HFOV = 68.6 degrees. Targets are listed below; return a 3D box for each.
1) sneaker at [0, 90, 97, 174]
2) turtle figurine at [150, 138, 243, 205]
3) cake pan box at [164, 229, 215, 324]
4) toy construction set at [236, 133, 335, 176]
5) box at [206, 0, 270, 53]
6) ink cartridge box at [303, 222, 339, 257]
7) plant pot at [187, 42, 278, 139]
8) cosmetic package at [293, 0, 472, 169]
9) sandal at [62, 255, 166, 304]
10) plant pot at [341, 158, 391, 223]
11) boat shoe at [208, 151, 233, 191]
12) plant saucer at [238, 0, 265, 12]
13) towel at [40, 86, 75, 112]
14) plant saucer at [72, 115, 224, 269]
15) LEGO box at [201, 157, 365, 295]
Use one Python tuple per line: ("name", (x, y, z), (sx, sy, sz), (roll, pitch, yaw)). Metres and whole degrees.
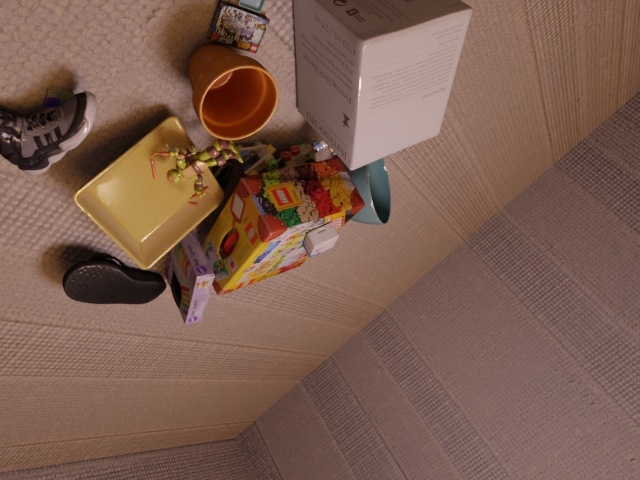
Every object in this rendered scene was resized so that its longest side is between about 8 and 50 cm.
("sneaker", (-0.629, -0.254, 1.034), (0.269, 0.101, 0.153), (-34, 151, 18))
("turtle figurine", (-0.324, -0.201, 1.267), (0.217, 0.087, 0.269), (-25, 153, -2))
("cake pan box", (-0.454, 0.117, 1.601), (0.070, 0.245, 0.266), (-7, 141, -33))
("toy construction set", (-0.099, -0.273, 1.526), (0.328, 0.151, 0.215), (-20, 147, -5))
("box", (-0.204, -0.530, 1.170), (0.137, 0.027, 0.094), (-3, 138, -42))
("ink cartridge box", (0.000, 0.000, 1.461), (0.089, 0.052, 0.122), (-25, 166, -15))
("plant pot", (-0.238, -0.390, 1.172), (0.205, 0.188, 0.205), (-25, 148, -17))
("cosmetic package", (0.145, -0.479, 1.289), (0.328, 0.329, 0.393), (-25, 147, -18))
("sandal", (-0.687, 0.129, 1.549), (0.168, 0.107, 0.446), (-38, 162, 2))
("plant pot", (0.133, -0.194, 1.770), (0.196, 0.290, 0.290), (-6, 158, 24))
("boat shoe", (-0.338, -0.173, 1.484), (0.078, 0.070, 0.219), (-3, 136, -43))
("plant saucer", (-0.133, -0.639, 1.101), (0.067, 0.018, 0.192), (-3, 135, -43))
("towel", (-0.609, -0.312, 1.088), (0.060, 0.009, 0.083), (2, 133, -45))
("plant saucer", (-0.469, -0.133, 1.308), (0.333, 0.081, 0.332), (-46, 143, -18))
("LEGO box", (-0.148, -0.038, 1.568), (0.373, 0.193, 0.500), (-19, 165, -36))
